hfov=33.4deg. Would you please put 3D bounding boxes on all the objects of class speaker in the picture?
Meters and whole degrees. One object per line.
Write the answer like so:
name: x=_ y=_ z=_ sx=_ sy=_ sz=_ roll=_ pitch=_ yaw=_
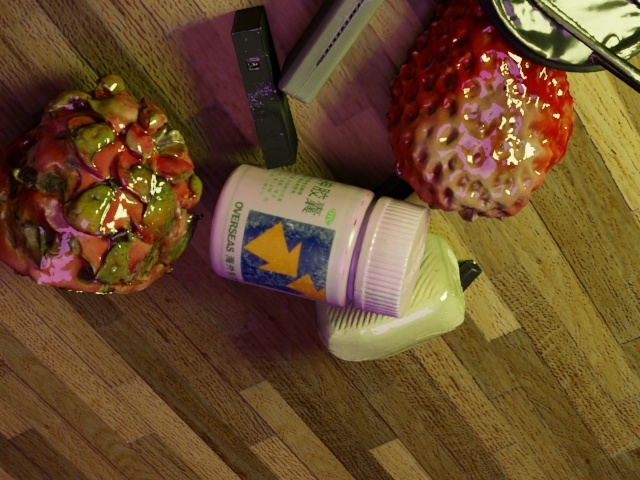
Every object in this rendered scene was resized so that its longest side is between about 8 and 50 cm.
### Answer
speaker: x=-0.077 y=-0.214 z=1.505 sx=0.044 sy=0.082 sz=0.218 roll=-8 pitch=124 yaw=8

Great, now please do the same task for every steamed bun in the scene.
steamed bun: x=0.114 y=0.102 z=1.686 sx=0.238 sy=0.170 sz=0.152 roll=-22 pitch=140 yaw=14

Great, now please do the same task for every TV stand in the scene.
TV stand: x=0.165 y=-0.110 z=1.599 sx=0.049 sy=0.040 sz=0.256 roll=38 pitch=115 yaw=-23

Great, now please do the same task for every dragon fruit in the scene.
dragon fruit: x=-0.312 y=-0.100 z=1.501 sx=0.296 sy=0.314 sz=0.263 roll=24 pitch=109 yaw=12

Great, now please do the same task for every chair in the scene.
chair: x=0.362 y=-0.326 z=1.168 sx=0.364 sy=0.410 sz=0.362 roll=32 pitch=94 yaw=-16

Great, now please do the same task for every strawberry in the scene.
strawberry: x=0.220 y=-0.187 z=1.445 sx=0.265 sy=0.149 sz=0.336 roll=10 pitch=114 yaw=6

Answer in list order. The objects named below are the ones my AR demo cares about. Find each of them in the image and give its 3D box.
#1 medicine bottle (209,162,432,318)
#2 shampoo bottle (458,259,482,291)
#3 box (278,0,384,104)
medicine bottle: x=0.000 y=0.000 z=1.555 sx=0.290 sy=0.178 sz=0.178 roll=14 pitch=127 yaw=13
shampoo bottle: x=0.209 y=0.085 z=1.748 sx=0.048 sy=0.027 sz=0.137 roll=33 pitch=120 yaw=-15
box: x=0.029 y=-0.299 z=1.426 sx=0.055 sy=0.103 sz=0.244 roll=30 pitch=122 yaw=-14
